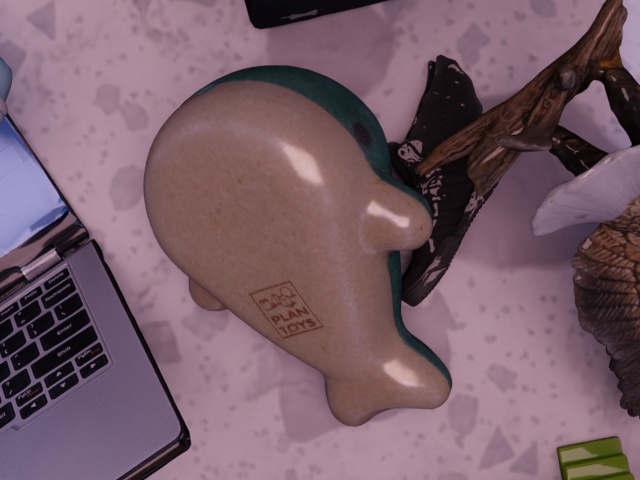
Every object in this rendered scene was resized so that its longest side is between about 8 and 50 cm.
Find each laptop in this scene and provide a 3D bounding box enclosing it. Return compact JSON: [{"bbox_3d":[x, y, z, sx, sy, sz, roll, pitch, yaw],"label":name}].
[{"bbox_3d":[-0.351,0.059,0.948,0.382,0.408,0.236,-35,126,-2],"label":"laptop"}]

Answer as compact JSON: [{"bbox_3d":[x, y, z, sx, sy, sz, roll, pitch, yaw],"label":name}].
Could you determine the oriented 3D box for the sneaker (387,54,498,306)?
[{"bbox_3d":[0.078,-0.044,1.056,0.089,0.051,0.170,32,84,-2],"label":"sneaker"}]

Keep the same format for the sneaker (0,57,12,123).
[{"bbox_3d":[-0.285,-0.222,0.961,0.319,0.127,0.208,36,85,20],"label":"sneaker"}]

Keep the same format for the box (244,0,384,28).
[{"bbox_3d":[0.037,-0.410,0.835,0.298,0.480,0.471,-13,91,-2],"label":"box"}]

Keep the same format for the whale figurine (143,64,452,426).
[{"bbox_3d":[0.000,0.000,1.013,0.216,0.141,0.272,-21,110,38],"label":"whale figurine"}]

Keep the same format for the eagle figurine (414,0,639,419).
[{"bbox_3d":[0.251,-0.017,0.963,0.298,0.226,0.225,44,73,-10],"label":"eagle figurine"}]

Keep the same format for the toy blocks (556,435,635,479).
[{"bbox_3d":[0.248,0.241,0.958,0.382,0.261,0.190,-10,91,-2],"label":"toy blocks"}]
